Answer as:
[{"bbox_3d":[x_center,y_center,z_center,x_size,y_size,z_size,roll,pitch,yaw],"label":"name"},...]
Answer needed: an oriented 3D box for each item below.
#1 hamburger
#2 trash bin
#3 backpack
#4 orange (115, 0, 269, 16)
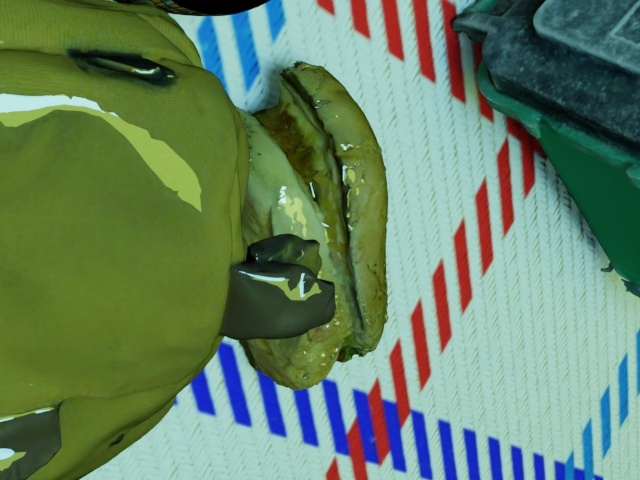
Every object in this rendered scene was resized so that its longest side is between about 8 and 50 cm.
[{"bbox_3d":[0.000,0.000,0.832,0.124,0.131,0.262,-27,128,-24],"label":"hamburger"},{"bbox_3d":[0.316,-0.096,0.945,0.259,0.295,0.381,-47,140,-10],"label":"trash bin"},{"bbox_3d":[-0.192,0.032,0.611,0.354,0.201,0.378,-11,140,-22],"label":"backpack"},{"bbox_3d":[-0.070,-0.246,0.645,0.234,0.182,0.234,-23,122,-42],"label":"orange"}]
